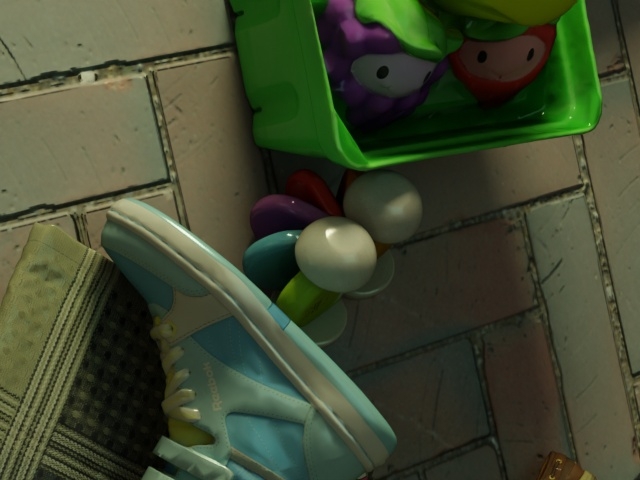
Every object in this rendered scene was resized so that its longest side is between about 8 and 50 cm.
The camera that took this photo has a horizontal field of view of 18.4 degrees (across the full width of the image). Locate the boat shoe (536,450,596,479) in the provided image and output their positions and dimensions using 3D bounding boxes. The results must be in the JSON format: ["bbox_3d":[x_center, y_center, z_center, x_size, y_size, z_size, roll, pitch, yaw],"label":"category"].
[{"bbox_3d":[0.214,0.284,2.029,0.060,0.064,0.178,43,52,8],"label":"boat shoe"}]

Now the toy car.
[{"bbox_3d":[0.000,0.000,1.836,0.136,0.159,0.182,38,55,9],"label":"toy car"}]

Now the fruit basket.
[{"bbox_3d":[0.140,-0.224,1.824,0.392,0.392,0.283,-12,92,-41],"label":"fruit basket"}]

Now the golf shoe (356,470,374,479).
[{"bbox_3d":[-0.007,0.200,1.813,0.086,0.067,0.186,-50,148,-17],"label":"golf shoe"}]

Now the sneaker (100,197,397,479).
[{"bbox_3d":[-0.111,0.131,1.662,0.319,0.127,0.208,44,83,0],"label":"sneaker"}]

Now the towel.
[{"bbox_3d":[-0.186,0.189,1.705,0.312,0.056,0.324,34,66,-30],"label":"towel"}]
